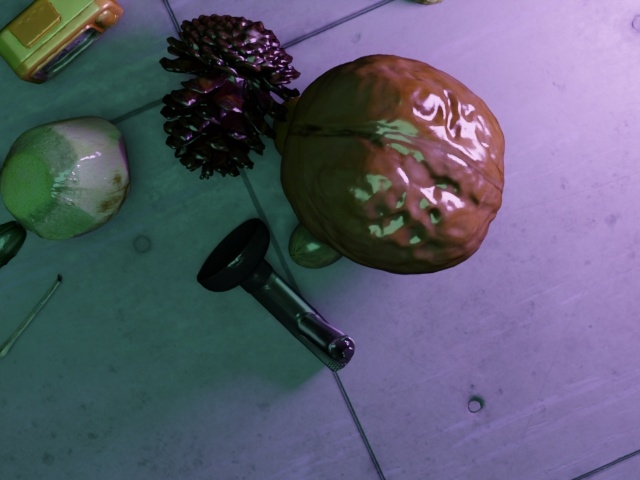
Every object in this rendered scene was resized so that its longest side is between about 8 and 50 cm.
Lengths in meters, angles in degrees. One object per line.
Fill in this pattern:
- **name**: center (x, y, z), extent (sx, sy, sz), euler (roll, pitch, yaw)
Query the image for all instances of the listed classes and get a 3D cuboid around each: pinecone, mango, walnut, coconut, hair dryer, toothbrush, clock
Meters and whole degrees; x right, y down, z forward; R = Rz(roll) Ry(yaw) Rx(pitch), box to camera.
- **pinecone**: center (-0.168, -0.241, 1.622), extent (0.246, 0.246, 0.292), euler (19, 111, -7)
- **mango**: center (-0.046, -0.201, 1.712), extent (0.080, 0.060, 0.114), euler (7, 102, -2)
- **walnut**: center (0.128, -0.124, 1.609), extent (0.398, 0.308, 0.354), euler (24, 86, -22)
- **coconut**: center (-0.425, -0.107, 1.633), extent (0.205, 0.236, 0.235), euler (18, 98, 27)
- **hair dryer**: center (-0.032, 0.102, 1.656), extent (0.320, 0.284, 0.155), euler (42, 67, -10)
- **toothbrush**: center (-0.563, 0.181, 1.752), extent (0.028, 0.026, 0.294), euler (32, 96, -26)
- **clock**: center (-0.443, -0.361, 1.619), extent (0.202, 0.143, 0.096), euler (-39, 97, 3)

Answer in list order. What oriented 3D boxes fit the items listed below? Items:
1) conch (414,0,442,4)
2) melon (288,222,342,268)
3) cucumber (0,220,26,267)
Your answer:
- **conch**: center (0.188, -0.463, 1.696), extent (0.121, 0.074, 0.089), euler (22, 129, -24)
- **melon**: center (0.000, 0.000, 1.720), extent (0.131, 0.098, 0.098), euler (-36, 101, -33)
- **cucumber**: center (-0.582, 0.010, 1.721), extent (0.107, 0.035, 0.067), euler (-44, 98, 1)
